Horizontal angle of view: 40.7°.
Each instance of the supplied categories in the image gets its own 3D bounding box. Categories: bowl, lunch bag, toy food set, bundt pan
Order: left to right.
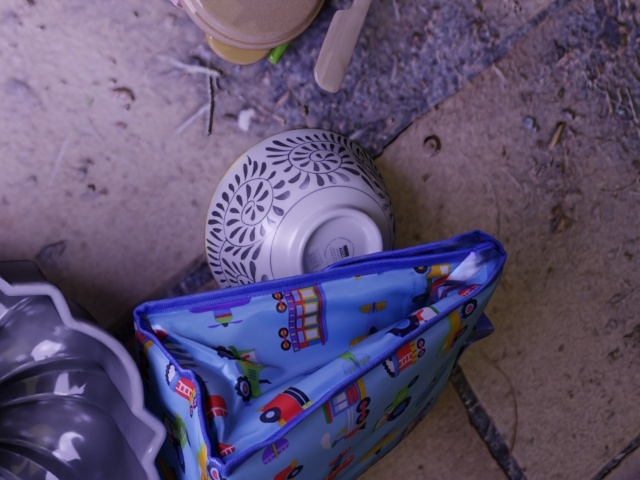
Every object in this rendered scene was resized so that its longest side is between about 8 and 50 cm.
[{"bbox_3d":[-0.277,0.139,0.570,0.331,0.124,0.330,-7,112,-19],"label":"bundt pan"},{"bbox_3d":[-0.054,-0.198,0.631,0.192,0.038,0.132,23,89,-24],"label":"toy food set"},{"bbox_3d":[0.000,0.000,0.692,0.170,0.080,0.170,-8,109,-24],"label":"bowl"},{"bbox_3d":[0.020,0.113,0.667,0.293,0.138,0.221,-20,146,-24],"label":"lunch bag"}]
